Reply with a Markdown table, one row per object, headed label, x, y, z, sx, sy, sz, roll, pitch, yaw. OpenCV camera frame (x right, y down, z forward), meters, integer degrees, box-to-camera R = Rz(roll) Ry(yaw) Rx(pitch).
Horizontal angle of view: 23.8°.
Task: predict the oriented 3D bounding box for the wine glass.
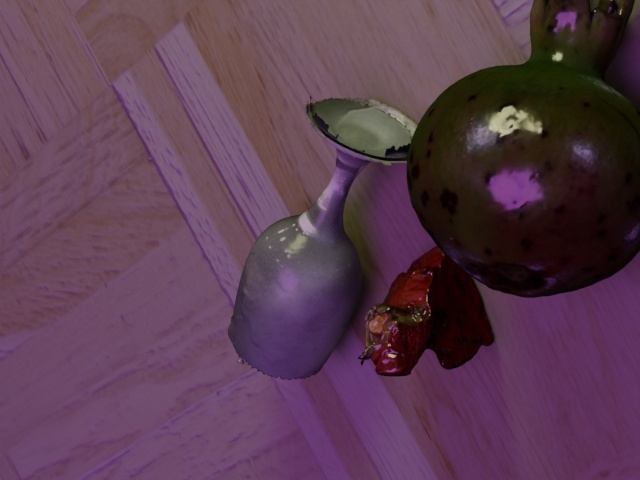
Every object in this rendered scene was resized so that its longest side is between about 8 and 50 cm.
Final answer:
| label | x | y | z | sx | sy | sz | roll | pitch | yaw |
| --- | --- | --- | --- | --- | --- | --- | --- | --- | --- |
| wine glass | 0.000 | 0.000 | 1.635 | 0.143 | 0.143 | 0.321 | 38 | 122 | 22 |

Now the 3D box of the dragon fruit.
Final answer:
| label | x | y | z | sx | sy | sz | roll | pitch | yaw |
| --- | --- | --- | --- | --- | --- | --- | --- | --- | --- |
| dragon fruit | 0.096 | 0.094 | 1.563 | 0.092 | 0.192 | 0.122 | -18 | 106 | 31 |

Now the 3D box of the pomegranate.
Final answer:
| label | x | y | z | sx | sy | sz | roll | pitch | yaw |
| --- | --- | --- | --- | --- | --- | --- | --- | --- | --- |
| pomegranate | 0.196 | -0.100 | 1.429 | 0.242 | 0.242 | 0.306 | -18 | 72 | 38 |
